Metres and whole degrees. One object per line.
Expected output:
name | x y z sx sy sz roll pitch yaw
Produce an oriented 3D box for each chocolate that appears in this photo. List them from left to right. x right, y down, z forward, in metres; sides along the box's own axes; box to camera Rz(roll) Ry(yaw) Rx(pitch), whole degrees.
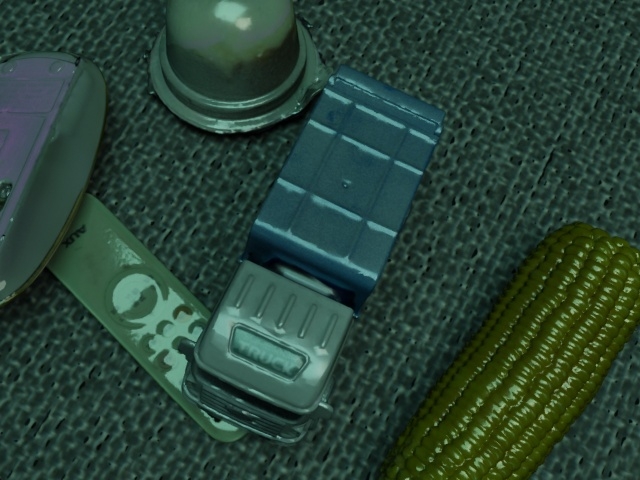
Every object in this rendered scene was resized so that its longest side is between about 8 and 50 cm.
chocolate | -0.090 -0.224 0.797 0.221 0.147 0.221 2 73 -7

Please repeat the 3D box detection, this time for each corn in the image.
corn | 0.191 0.134 0.714 0.131 0.131 0.344 39 76 9

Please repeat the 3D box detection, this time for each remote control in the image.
remote control | -0.172 0.076 0.754 0.090 0.038 0.309 -43 80 -14

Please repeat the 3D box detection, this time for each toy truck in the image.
toy truck | 0.000 0.000 0.706 0.146 0.175 0.367 23 65 1

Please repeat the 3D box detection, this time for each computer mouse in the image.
computer mouse | -0.320 -0.063 0.752 0.158 0.072 0.310 4 63 19
